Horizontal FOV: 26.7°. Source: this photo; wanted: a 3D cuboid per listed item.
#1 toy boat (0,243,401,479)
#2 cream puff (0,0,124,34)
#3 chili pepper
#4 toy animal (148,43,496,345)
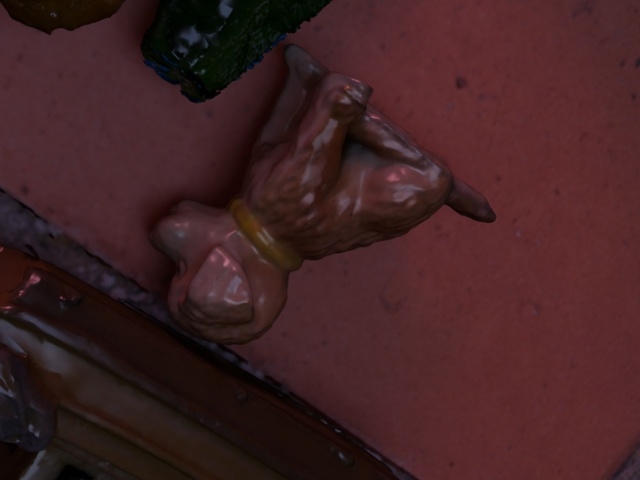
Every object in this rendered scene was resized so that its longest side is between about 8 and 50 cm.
[{"bbox_3d":[-0.090,0.154,0.843,0.445,0.136,0.162,35,89,-32],"label":"toy boat"},{"bbox_3d":[-0.149,-0.162,0.708,0.116,0.122,0.094,25,92,10],"label":"cream puff"},{"bbox_3d":[-0.015,-0.176,0.782,0.224,0.061,0.098,-51,142,-3],"label":"chili pepper"},{"bbox_3d":[0.002,0.004,0.842,0.184,0.104,0.185,36,90,-30],"label":"toy animal"}]
